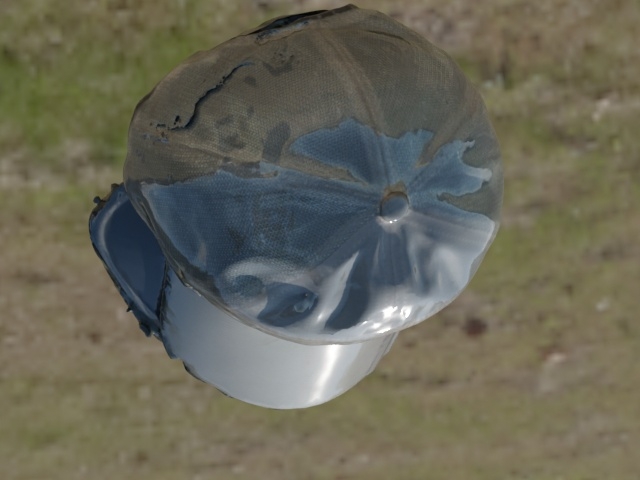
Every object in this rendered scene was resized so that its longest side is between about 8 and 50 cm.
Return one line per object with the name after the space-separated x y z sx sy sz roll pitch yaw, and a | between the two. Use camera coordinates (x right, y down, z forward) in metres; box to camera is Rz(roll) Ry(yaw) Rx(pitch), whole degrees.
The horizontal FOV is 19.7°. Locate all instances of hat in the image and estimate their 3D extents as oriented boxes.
-0.002 0.003 1.018 0.232 0.161 0.275 -7 140 -16 | hat
